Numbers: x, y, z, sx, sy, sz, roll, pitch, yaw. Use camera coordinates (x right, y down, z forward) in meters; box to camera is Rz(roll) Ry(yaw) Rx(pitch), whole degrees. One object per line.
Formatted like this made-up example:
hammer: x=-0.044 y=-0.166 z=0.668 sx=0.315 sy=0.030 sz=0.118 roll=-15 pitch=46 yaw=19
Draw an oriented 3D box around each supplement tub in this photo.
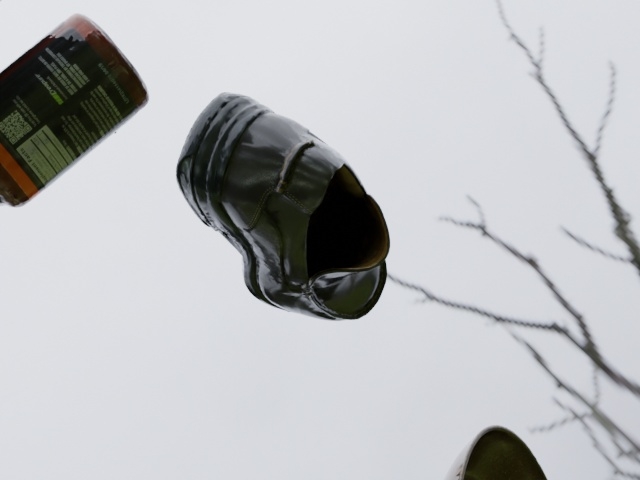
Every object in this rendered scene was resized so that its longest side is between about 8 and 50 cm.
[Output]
supplement tub: x=-0.253 y=-0.101 z=1.314 sx=0.198 sy=0.106 sz=0.106 roll=-40 pitch=-44 yaw=-9

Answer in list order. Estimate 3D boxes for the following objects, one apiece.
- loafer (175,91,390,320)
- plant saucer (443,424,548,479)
loafer: x=0.000 y=0.000 z=0.629 sx=0.062 sy=0.061 sz=0.170 roll=-63 pitch=-27 yaw=-9
plant saucer: x=0.110 y=0.214 z=0.923 sx=0.036 sy=0.198 sz=0.198 roll=-15 pitch=-38 yaw=25
